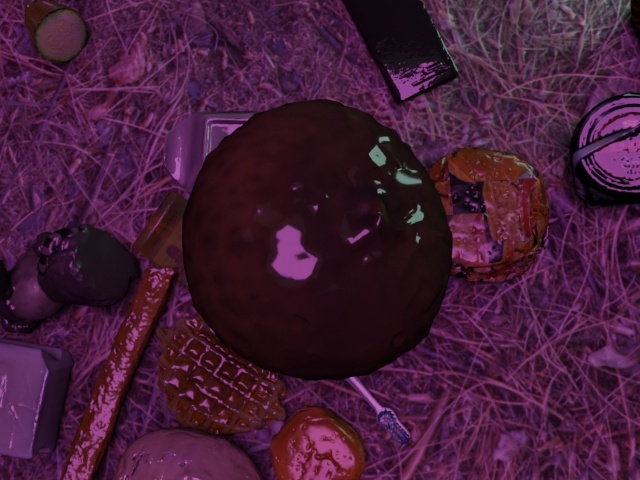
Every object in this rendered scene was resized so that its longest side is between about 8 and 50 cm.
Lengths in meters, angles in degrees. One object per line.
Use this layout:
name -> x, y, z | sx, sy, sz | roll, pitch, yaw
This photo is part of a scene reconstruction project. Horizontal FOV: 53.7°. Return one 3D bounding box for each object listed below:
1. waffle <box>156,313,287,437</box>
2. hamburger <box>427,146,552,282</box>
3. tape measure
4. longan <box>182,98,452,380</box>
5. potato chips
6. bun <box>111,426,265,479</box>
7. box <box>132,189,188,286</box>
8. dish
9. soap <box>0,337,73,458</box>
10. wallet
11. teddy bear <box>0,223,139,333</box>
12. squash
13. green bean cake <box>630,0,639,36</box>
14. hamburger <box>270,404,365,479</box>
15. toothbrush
waffle -> -0.162, 0.218, 1.035 | 0.213, 0.054, 0.208 | -13, 80, 6
hamburger -> 0.266, -0.044, 1.023 | 0.230, 0.107, 0.231 | -2, 74, 8
tape measure -> 0.494, -0.140, 1.011 | 0.181, 0.107, 0.181 | 2, 84, 21
longan -> 0.000, 0.000, 0.888 | 0.390, 0.391, 0.392 | -1, 81, 4
potato chips -> -0.336, 0.231, 1.039 | 0.057, 0.080, 0.407 | 22, 81, -9
bun -> -0.208, 0.433, 0.953 | 0.286, 0.146, 0.288 | 0, 89, 7
box -> -0.212, 0.014, 1.077 | 0.193, 0.030, 0.121 | 33, 85, 16
dish -> -0.161, -0.159, 1.093 | 0.234, 0.064, 0.154 | 0, 81, 6
soap -> -0.573, 0.245, 1.044 | 0.289, 0.095, 0.173 | 8, 81, 6
wallet -> 0.138, -0.371, 1.123 | 0.124, 0.025, 0.245 | -25, 80, 1
teddy bear -> -0.451, 0.050, 1.036 | 0.250, 0.171, 0.144 | -13, 60, 8
squash -> -0.506, -0.404, 1.154 | 0.132, 0.105, 0.105 | 41, 86, 22
green bean cake -> 0.591, -0.342, 0.998 | 0.097, 0.198, 0.233 | -23, 84, 2
hamburger -> -0.004, 0.340, 0.991 | 0.147, 0.083, 0.138 | 39, 90, 12
toothbrush -> -0.001, 0.169, 1.045 | 0.042, 0.040, 0.418 | -42, 76, -1
